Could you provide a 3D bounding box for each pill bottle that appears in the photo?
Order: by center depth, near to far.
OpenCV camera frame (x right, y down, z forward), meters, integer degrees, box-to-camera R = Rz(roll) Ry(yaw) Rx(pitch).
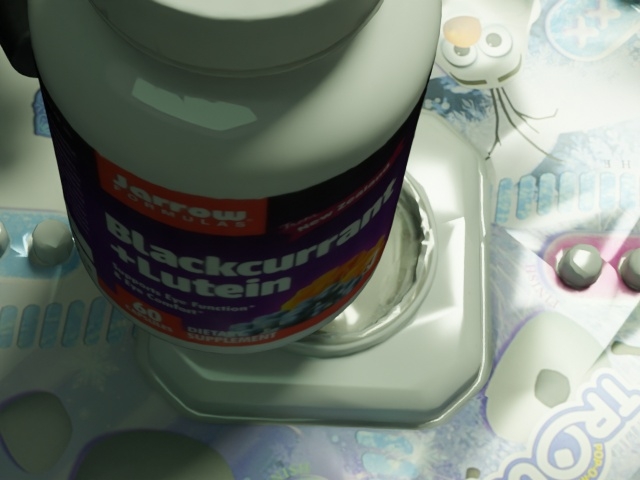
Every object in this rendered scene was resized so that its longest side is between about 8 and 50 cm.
[{"bbox_3d":[-0.024,-0.047,0.444,0.108,0.193,0.108,1,67,-3],"label":"pill bottle"}]

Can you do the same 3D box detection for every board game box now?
[{"bbox_3d":[0.000,0.000,0.559,0.390,0.050,0.390,-40,75,-18],"label":"board game box"}]

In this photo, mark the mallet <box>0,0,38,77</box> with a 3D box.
[{"bbox_3d":[-0.027,-0.102,0.556,0.189,0.039,0.062,-11,67,-12],"label":"mallet"}]
